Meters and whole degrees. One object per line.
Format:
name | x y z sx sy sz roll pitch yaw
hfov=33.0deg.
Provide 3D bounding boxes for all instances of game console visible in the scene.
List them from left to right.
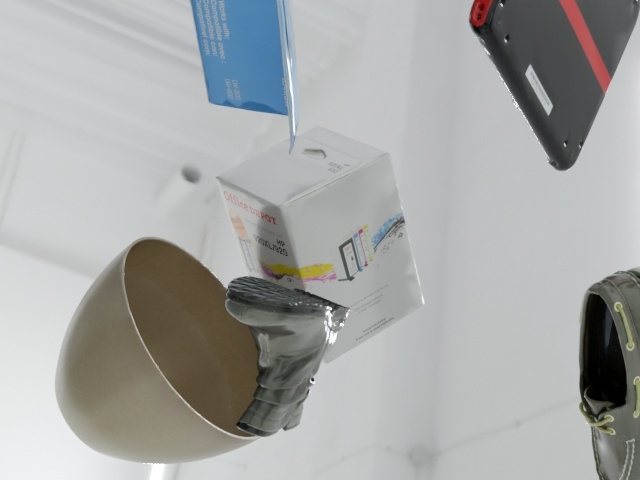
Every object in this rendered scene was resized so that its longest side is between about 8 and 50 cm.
game console | 0.347 -0.334 1.563 0.060 0.386 0.342 15 -109 38

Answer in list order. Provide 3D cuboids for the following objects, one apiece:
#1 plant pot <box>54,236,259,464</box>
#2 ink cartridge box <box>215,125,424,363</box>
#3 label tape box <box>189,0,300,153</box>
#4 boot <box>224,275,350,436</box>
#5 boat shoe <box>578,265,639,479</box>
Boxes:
plant pot | -0.215 0.165 1.341 0.191 0.284 0.284 -34 -146 17
ink cartridge box | 0.000 0.000 1.397 0.171 0.168 0.233 26 -42 52
label tape box | -0.089 -0.287 1.160 0.348 0.115 0.249 -92 176 -49
boot | -0.045 0.130 1.112 0.161 0.083 0.246 -69 159 -1
boat shoe | 0.365 0.183 1.340 0.109 0.091 0.305 31 -53 58
